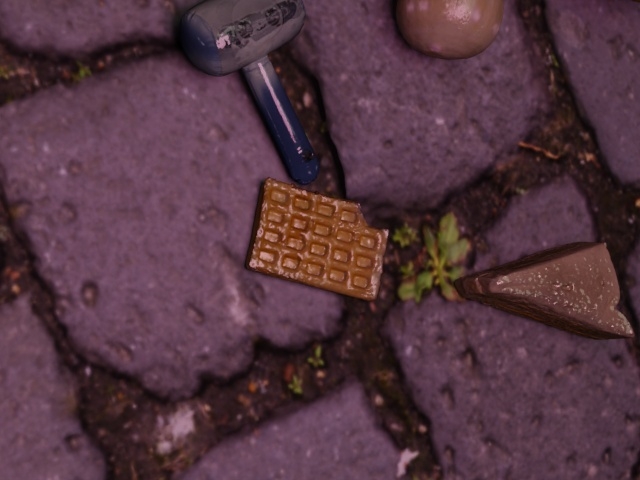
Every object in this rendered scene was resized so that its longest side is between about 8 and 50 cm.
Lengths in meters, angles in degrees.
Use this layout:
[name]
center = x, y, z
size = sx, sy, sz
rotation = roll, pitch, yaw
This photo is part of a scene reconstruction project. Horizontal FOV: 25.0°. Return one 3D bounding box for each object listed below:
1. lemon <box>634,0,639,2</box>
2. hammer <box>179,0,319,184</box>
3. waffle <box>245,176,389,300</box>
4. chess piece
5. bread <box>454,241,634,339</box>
[lemon]
center = 0.325, -0.347, 1.428
size = 0.204, 0.204, 0.260
rotation = -36, 87, -24
[hammer]
center = -0.045, -0.140, 1.315
size = 0.116, 0.069, 0.194
rotation = -32, 107, -25
[waffle]
center = 0.000, 0.000, 1.340
size = 0.135, 0.021, 0.092
rotation = 14, 79, -23
[chess piece]
center = 0.142, -0.302, 1.382
size = 0.143, 0.143, 0.261
rotation = 11, 85, -24
[bread]
center = 0.218, 0.066, 1.407
size = 0.152, 0.077, 0.105
rotation = -16, 91, -24
